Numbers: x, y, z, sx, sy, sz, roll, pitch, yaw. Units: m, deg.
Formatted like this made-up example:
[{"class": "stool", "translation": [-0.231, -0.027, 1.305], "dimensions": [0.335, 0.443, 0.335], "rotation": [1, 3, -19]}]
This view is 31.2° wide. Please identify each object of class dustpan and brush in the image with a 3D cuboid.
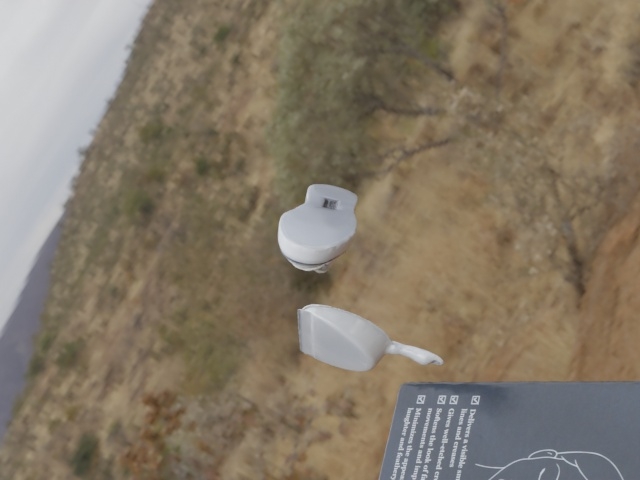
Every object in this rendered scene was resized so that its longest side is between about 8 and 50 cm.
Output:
[{"class": "dustpan and brush", "translation": [0.074, 0.154, 1.679], "dimensions": [0.060, 0.211, 0.147], "rotation": [-57, -18, -28]}]

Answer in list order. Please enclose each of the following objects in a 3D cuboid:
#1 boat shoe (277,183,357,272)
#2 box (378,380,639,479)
[{"class": "boat shoe", "translation": [0.000, 0.000, 1.443], "dimensions": [0.258, 0.095, 0.084], "rotation": [-50, -26, -70]}, {"class": "box", "translation": [0.272, 0.334, 1.324], "dimensions": [0.395, 0.212, 0.293], "rotation": [-6, 59, 41]}]
